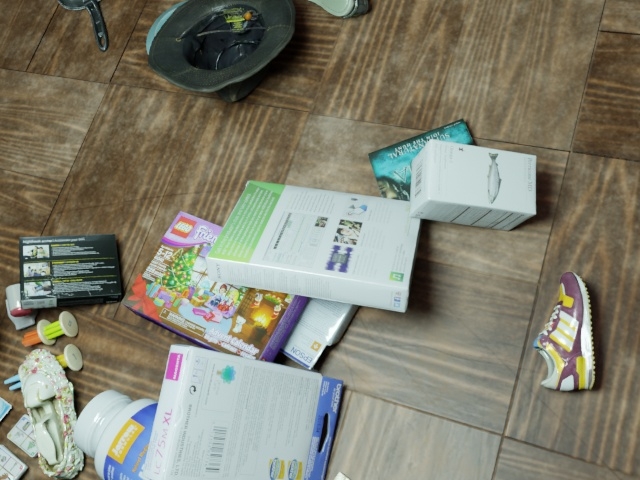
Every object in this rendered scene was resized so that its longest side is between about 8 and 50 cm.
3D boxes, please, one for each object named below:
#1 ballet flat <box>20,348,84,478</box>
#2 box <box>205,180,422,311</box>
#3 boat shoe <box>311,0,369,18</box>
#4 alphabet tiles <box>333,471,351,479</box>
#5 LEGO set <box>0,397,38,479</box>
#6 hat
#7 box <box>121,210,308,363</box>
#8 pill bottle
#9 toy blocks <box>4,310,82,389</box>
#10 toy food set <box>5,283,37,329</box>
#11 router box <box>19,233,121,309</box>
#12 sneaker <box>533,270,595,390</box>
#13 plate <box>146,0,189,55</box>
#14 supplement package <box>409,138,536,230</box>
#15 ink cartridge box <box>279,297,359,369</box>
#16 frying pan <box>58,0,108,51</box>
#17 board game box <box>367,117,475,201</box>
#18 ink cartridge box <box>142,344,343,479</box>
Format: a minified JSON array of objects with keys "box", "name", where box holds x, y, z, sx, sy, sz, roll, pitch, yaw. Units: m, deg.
[{"box":[-0.481,0.306,1.218,0.091,0.077,0.241,-24,80,7],"name":"ballet flat"},{"box":[0.000,0.000,1.143,0.322,0.058,0.232,10,39,9],"name":"box"},{"box":[0.011,-0.531,1.433,0.228,0.069,0.081,48,128,31],"name":"boat shoe"},{"box":[0.087,0.474,1.045,0.237,0.009,0.198,32,82,25],"name":"alphabet tiles"},{"box":[-0.642,0.388,1.298,0.244,0.060,0.182,25,66,23],"name":"LEGO set"},{"box":[-0.187,-0.373,1.394,0.331,0.134,0.331,-6,50,7],"name":"hat"},{"box":[-0.175,0.085,1.190,0.293,0.057,0.201,20,69,25],"name":"box"},{"box":[-0.267,0.353,1.122,0.272,0.152,0.152,23,77,23],"name":"pill bottle"},{"box":[-0.538,0.216,1.315,0.148,0.054,0.123,-22,65,8],"name":"toy blocks"},{"box":[-0.616,0.164,1.330,0.232,0.111,0.104,-21,74,9],"name":"toy food set"},{"box":[-0.478,0.057,1.313,0.179,0.046,0.133,-2,63,-22],"name":"router box"},{"box":[0.369,0.136,1.056,0.084,0.069,0.185,-3,68,11],"name":"sneaker"},{"box":[-0.307,-0.464,1.528,0.188,0.024,0.188,-6,67,14],"name":"plate"},{"box":[0.247,-0.088,1.123,0.179,0.105,0.105,7,74,-9],"name":"supplement package"},{"box":[-0.038,0.085,1.216,0.223,0.045,0.224,28,81,26],"name":"ink cartridge box"},{"box":[-0.577,-0.591,1.651,0.197,0.053,0.326,-3,68,22],"name":"frying pan"},{"box":[0.191,-0.133,1.241,0.186,0.026,0.126,-20,64,9],"name":"board game box"},{"box":[-0.103,0.274,1.035,0.065,0.311,0.185,-3,72,48],"name":"ink cartridge box"}]
